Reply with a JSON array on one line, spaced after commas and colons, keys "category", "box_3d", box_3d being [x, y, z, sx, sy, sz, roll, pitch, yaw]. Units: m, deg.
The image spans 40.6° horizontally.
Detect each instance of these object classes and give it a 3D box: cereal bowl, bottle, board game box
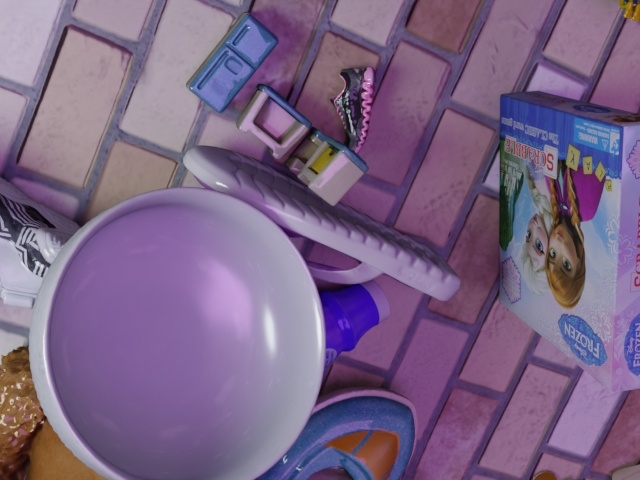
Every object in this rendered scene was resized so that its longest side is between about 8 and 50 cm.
[{"category": "cereal bowl", "box_3d": [-0.167, 0.112, 0.972, 0.339, 0.141, 0.338, 6, 80, -37]}, {"category": "bottle", "box_3d": [-0.037, 0.141, 1.161, 0.283, 0.092, 0.118, -27, 153, -22]}, {"category": "board game box", "box_3d": [0.324, -0.017, 1.114, 0.066, 0.318, 0.317, -7, 106, -11]}]

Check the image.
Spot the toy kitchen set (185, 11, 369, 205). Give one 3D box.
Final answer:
[{"category": "toy kitchen set", "box_3d": [-0.039, -0.163, 1.056, 0.207, 0.166, 0.122, 37, 94, -21]}]

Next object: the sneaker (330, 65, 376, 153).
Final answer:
[{"category": "sneaker", "box_3d": [0.040, -0.173, 1.146, 0.057, 0.047, 0.119, 7, 102, 3]}]

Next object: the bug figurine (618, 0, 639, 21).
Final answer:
[{"category": "bug figurine", "box_3d": [0.472, -0.423, 1.167, 0.216, 0.072, 0.279, 11, 98, -24]}]

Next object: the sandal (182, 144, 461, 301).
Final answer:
[{"category": "sandal", "box_3d": [0.003, 0.005, 1.118, 0.416, 0.169, 0.102, 25, 103, -20]}]

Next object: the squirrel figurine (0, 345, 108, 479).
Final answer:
[{"category": "squirrel figurine", "box_3d": [-0.337, 0.345, 1.109, 0.397, 0.281, 0.370, 35, 105, -7]}]

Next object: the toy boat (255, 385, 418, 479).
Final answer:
[{"category": "toy boat", "box_3d": [0.068, 0.363, 1.246, 0.267, 0.148, 0.318, -41, 111, -1]}]

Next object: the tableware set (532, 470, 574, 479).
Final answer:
[{"category": "tableware set", "box_3d": [0.347, 0.423, 1.403, 0.154, 0.024, 0.104, 13, 101, -17]}]

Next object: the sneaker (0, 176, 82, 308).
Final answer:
[{"category": "sneaker", "box_3d": [-0.408, 0.042, 1.040, 0.366, 0.137, 0.210, 35, 96, -16]}]

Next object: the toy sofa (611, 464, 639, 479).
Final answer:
[{"category": "toy sofa", "box_3d": [0.671, 0.427, 1.441, 0.363, 0.177, 0.150, -24, 135, -7]}]
